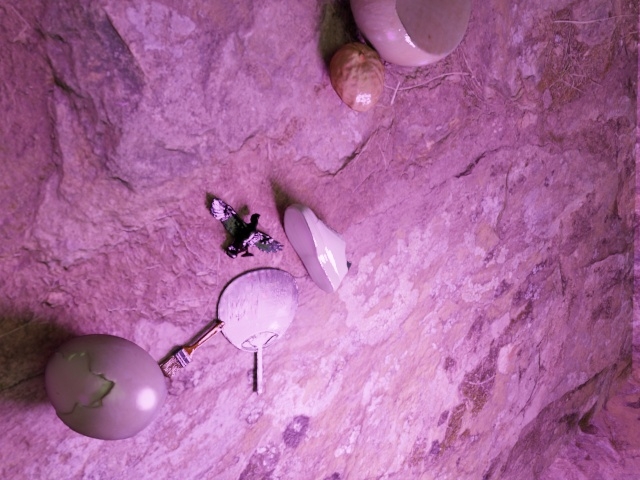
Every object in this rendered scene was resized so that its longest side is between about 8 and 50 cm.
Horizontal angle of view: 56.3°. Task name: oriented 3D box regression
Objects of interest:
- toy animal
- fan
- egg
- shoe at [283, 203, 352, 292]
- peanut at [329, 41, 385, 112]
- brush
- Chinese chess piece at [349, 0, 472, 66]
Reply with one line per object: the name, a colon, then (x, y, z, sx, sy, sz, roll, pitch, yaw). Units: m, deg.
toy animal: (-0.164, -0.012, 1.315, 0.220, 0.062, 0.108, 34, 59, -39)
fan: (-0.159, 0.196, 1.389, 0.223, 0.012, 0.294, 31, 79, -41)
egg: (-0.396, 0.258, 1.088, 0.183, 0.183, 0.217, -51, 121, -20)
shoe: (0.000, 0.000, 1.436, 0.110, 0.095, 0.265, -45, 131, -31)
peanut: (0.088, -0.385, 1.401, 0.159, 0.109, 0.141, 49, 48, -42)
brush: (-0.272, 0.230, 1.295, 0.170, 0.014, 0.043, -40, 120, -26)
Chinese chess piece: (0.214, -0.591, 1.418, 0.349, 0.146, 0.350, -6, 99, -44)
